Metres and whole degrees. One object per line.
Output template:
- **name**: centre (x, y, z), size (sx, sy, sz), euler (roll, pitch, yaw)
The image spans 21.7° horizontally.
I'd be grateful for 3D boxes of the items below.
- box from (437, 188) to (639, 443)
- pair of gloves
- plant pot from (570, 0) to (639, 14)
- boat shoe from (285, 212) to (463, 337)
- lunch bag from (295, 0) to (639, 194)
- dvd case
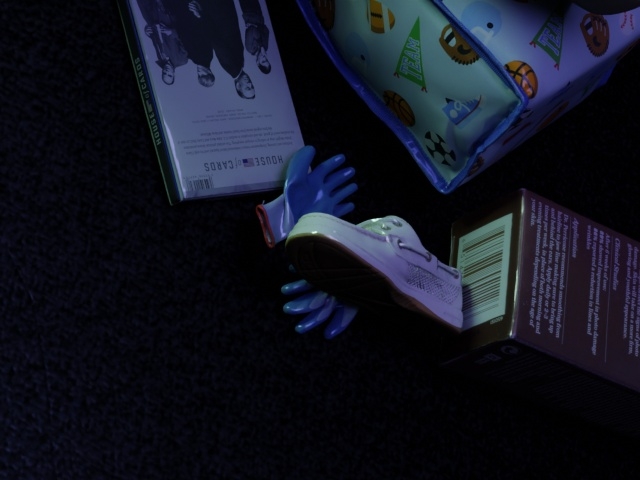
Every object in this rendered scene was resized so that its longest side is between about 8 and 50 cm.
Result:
- **box**: centre (0.328, 0.102, 1.949), size (0.381, 0.143, 0.191), euler (23, 61, -27)
- **pair of gloves**: centre (0.000, 0.000, 1.795), size (0.159, 0.023, 0.198), euler (-31, 106, -44)
- **plant pot**: centre (0.266, -0.395, 1.717), size (0.280, 0.323, 0.323), euler (43, 53, -27)
- **boat shoe**: centre (0.061, 0.018, 1.775), size (0.277, 0.098, 0.096), euler (33, 61, -48)
- **lunch bag**: centre (0.160, -0.308, 1.921), size (0.328, 0.239, 0.385), euler (-33, 78, -39)
- **dvd case**: centre (-0.111, -0.160, 1.786), size (0.179, 0.029, 0.238), euler (-8, 79, -38)
